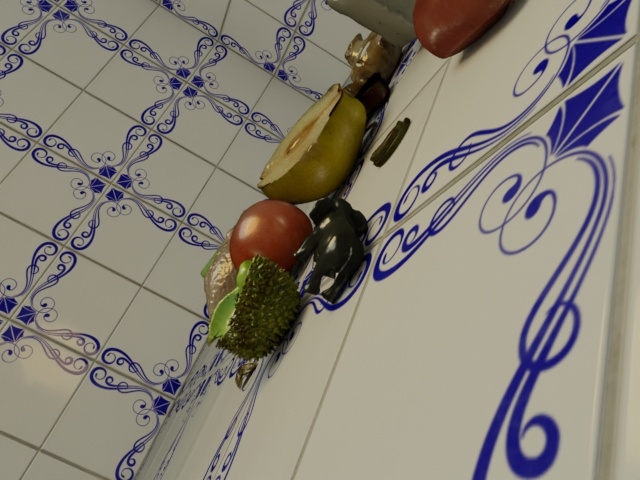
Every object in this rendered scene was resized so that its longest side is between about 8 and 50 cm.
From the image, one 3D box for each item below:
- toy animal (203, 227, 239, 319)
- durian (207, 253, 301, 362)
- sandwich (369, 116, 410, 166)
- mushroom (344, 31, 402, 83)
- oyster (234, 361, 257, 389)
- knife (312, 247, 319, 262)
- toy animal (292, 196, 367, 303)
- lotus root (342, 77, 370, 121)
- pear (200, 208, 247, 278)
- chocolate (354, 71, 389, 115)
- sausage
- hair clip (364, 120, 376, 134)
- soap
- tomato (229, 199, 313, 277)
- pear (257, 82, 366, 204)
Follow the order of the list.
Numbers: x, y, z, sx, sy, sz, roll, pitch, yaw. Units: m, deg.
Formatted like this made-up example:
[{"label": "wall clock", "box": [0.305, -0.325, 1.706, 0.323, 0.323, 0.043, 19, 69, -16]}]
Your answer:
[{"label": "toy animal", "box": [-0.244, 0.121, 1.690, 0.188, 0.226, 0.358, -29, 31, 50]}, {"label": "durian", "box": [-0.145, 0.160, 1.203, 0.237, 0.176, 0.200, -55, 0, 2]}, {"label": "sandwich", "box": [0.156, -0.221, 1.202, 0.135, 0.029, 0.067, -54, 12, 29]}, {"label": "mushroom", "box": [0.189, -0.653, 1.875, 0.255, 0.184, 0.255, -52, -2, -3]}, {"label": "oyster", "box": [-0.194, 0.338, 1.363, 0.093, 0.034, 0.051, -55, 18, 6]}, {"label": "knife", "box": [-0.003, 0.005, 1.381, 0.045, 0.021, 0.222, -57, 14, 23]}, {"label": "toy animal", "box": [0.026, 0.009, 1.014, 0.146, 0.115, 0.245, -63, 29, 22]}, {"label": "lotus root", "box": [0.104, -0.440, 1.801, 0.260, 0.128, 0.145, -59, -31, 6]}, {"label": "pear", "box": [-0.279, 0.066, 2.075, 0.342, 0.238, 0.318, -56, 21, -8]}, {"label": "chocolate", "box": [0.177, -0.466, 1.686, 0.148, 0.080, 0.125, -56, 19, -22]}, {"label": "sausage", "box": [0.260, -0.433, 0.970, 0.148, 0.148, 0.254, -64, 12, -20]}, {"label": "hair clip", "box": [0.129, -0.312, 1.638, 0.137, 0.022, 0.054, -57, 7, 18]}, {"label": "soap", "box": [0.262, -0.795, 1.492, 0.435, 0.350, 0.213, -62, 17, 0]}, {"label": "tomato", "box": [-0.141, 0.008, 1.523, 0.255, 0.224, 0.256, -61, 0, 0]}, {"label": "pear", "box": [0.001, -0.257, 1.587, 0.386, 0.191, 0.340, -44, 24, 20]}]
